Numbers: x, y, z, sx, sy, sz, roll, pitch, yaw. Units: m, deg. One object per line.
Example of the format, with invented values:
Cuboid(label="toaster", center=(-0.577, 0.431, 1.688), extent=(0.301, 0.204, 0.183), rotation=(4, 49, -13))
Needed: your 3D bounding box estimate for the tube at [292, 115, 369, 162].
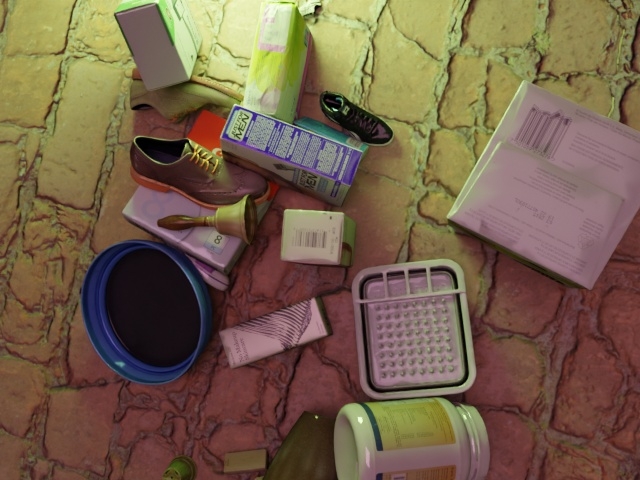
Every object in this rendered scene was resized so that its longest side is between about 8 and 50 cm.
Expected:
Cuboid(label="tube", center=(0.028, -0.277, 1.798), extent=(0.207, 0.080, 0.052), rotation=(30, 113, 9))

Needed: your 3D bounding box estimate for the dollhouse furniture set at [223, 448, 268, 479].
Cuboid(label="dollhouse furniture set", center=(-0.196, 0.655, 1.784), extent=(0.144, 0.123, 0.151), rotation=(-10, 49, 10))

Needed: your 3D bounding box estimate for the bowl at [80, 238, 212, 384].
Cuboid(label="bowl", center=(-0.459, 0.187, 1.796), extent=(0.390, 0.077, 0.392), rotation=(4, 100, 23))

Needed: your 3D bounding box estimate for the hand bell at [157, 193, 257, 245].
Cuboid(label="hand bell", center=(-0.288, -0.047, 1.669), extent=(0.241, 0.126, 0.126), rotation=(-2, 85, 9))

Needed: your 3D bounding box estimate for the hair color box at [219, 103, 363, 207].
Cuboid(label="hair color box", center=(-0.077, -0.208, 1.712), extent=(0.338, 0.185, 0.110), rotation=(21, 75, 0))

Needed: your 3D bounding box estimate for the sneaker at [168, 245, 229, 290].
Cuboid(label="sneaker", center=(-0.315, -0.003, 1.825), extent=(0.161, 0.102, 0.282), rotation=(-45, 79, 1))

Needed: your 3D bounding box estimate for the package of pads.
Cuboid(label="package of pads", center=(-0.105, -0.445, 1.755), extent=(0.101, 0.229, 0.297), rotation=(9, 88, 11))

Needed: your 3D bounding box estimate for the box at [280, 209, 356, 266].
Cuboid(label="box", center=(0.000, 0.000, 1.695), extent=(0.148, 0.232, 0.127), rotation=(3, 86, 11))

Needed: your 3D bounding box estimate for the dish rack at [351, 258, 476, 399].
Cuboid(label="dish rack", center=(0.231, 0.224, 1.690), extent=(0.285, 0.072, 0.333), rotation=(-7, 71, 9))

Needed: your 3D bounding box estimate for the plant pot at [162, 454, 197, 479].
Cuboid(label="plant pot", center=(-0.380, 0.621, 1.795), extent=(0.083, 0.079, 0.084), rotation=(-1, 86, 10))

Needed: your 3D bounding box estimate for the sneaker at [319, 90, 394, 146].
Cuboid(label="sneaker", center=(0.087, -0.317, 1.762), extent=(0.216, 0.121, 0.079), rotation=(29, 92, 12))

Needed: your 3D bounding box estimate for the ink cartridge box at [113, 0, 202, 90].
Cuboid(label="ink cartridge box", center=(-0.414, -0.556, 1.764), extent=(0.121, 0.289, 0.211), rotation=(-13, 127, 8))

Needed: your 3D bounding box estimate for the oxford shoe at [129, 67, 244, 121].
Cuboid(label="oxford shoe", center=(-0.371, -0.386, 1.864), extent=(0.348, 0.123, 0.130), rotation=(13, 92, 22))

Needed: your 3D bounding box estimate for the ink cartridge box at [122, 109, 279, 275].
Cuboid(label="ink cartridge box", center=(-0.284, -0.146, 1.783), extent=(0.308, 0.091, 0.385), rotation=(27, 76, 7))

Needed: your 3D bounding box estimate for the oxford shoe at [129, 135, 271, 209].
Cuboid(label="oxford shoe", center=(-0.301, -0.172, 1.689), extent=(0.363, 0.133, 0.130), rotation=(11, 57, -4))

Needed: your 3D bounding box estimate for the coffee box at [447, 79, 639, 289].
Cuboid(label="coffee box", center=(0.519, -0.111, 1.554), extent=(0.337, 0.334, 0.338), rotation=(29, 93, 11))

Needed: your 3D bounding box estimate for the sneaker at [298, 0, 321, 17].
Cuboid(label="sneaker", center=(-0.033, -0.631, 1.856), extent=(0.083, 0.032, 0.037), rotation=(-44, 79, 5))

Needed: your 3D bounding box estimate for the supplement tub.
Cuboid(label="supplement tub", center=(0.208, 0.486, 1.576), extent=(0.316, 0.228, 0.229), rotation=(0, 85, -16))

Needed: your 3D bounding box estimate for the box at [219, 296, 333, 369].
Cuboid(label="box", center=(-0.115, 0.241, 1.768), extent=(0.275, 0.094, 0.113), rotation=(-22, 82, 8))

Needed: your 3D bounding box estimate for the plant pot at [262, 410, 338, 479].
Cuboid(label="plant pot", center=(-0.023, 0.554, 1.685), extent=(0.215, 0.215, 0.231), rotation=(15, 74, 12))
